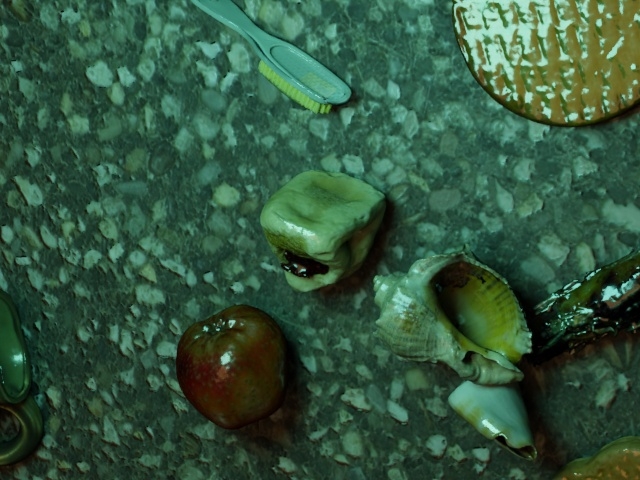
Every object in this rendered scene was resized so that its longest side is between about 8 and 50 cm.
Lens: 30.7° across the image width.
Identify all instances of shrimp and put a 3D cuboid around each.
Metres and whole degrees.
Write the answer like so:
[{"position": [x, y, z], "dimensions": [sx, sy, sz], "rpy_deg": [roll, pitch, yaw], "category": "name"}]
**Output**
[{"position": [0.453, 0.122, 1.546], "dimensions": [0.365, 0.071, 0.233], "rpy_deg": [-29, 95, 22], "category": "shrimp"}]

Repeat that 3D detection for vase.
[{"position": [-0.609, 0.266, 1.999], "dimensions": [0.302, 0.241, 0.329], "rpy_deg": [-25, 120, 14], "category": "vase"}]

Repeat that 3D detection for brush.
[{"position": [-0.081, -0.270, 1.695], "dimensions": [0.297, 0.068, 0.060], "rpy_deg": [40, 138, 15], "category": "brush"}]

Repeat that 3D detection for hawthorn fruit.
[{"position": [-0.122, 0.206, 1.772], "dimensions": [0.179, 0.179, 0.200], "rpy_deg": [-15, 113, 27], "category": "hawthorn fruit"}]

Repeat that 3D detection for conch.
[{"position": [0.240, 0.245, 1.628], "dimensions": [0.094, 0.176, 0.104], "rpy_deg": [-27, 131, 17], "category": "conch"}, {"position": [0.186, 0.104, 1.604], "dimensions": [0.245, 0.163, 0.178], "rpy_deg": [36, 131, 11], "category": "conch"}]

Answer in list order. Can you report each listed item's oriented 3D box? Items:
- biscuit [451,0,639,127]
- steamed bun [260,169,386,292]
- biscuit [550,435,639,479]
[{"position": [0.321, -0.303, 1.508], "dimensions": [0.318, 0.040, 0.318], "rpy_deg": [6, 104, 23], "category": "biscuit"}, {"position": [0.000, 0.000, 1.678], "dimensions": [0.141, 0.172, 0.155], "rpy_deg": [27, 131, 27], "category": "steamed bun"}, {"position": [0.435, 0.471, 1.630], "dimensions": [0.350, 0.078, 0.455], "rpy_deg": [49, 119, 8], "category": "biscuit"}]
